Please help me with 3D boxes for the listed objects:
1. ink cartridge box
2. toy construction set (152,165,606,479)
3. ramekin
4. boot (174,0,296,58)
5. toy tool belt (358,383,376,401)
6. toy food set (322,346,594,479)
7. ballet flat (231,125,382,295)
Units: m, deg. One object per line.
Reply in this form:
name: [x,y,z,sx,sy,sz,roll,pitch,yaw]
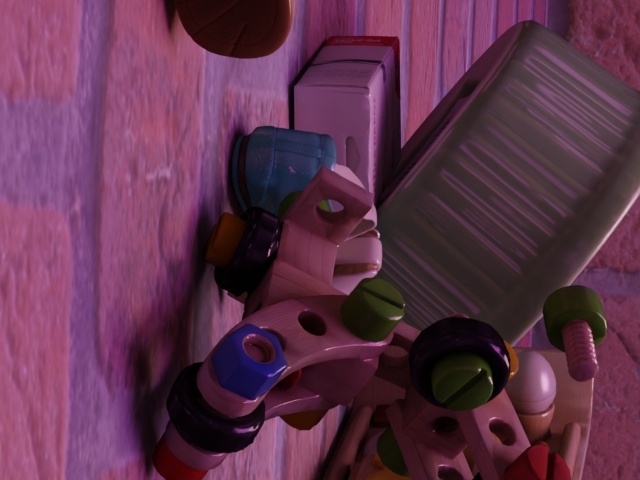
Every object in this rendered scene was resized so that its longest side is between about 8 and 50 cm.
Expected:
ink cartridge box: [0.023,-0.091,1.572,0.150,0.063,0.109,-60,151,-67]
toy construction set: [0.023,0.104,1.279,0.237,0.257,0.309,-93,-173,-51]
ramekin: [0.141,-0.037,1.645,0.303,0.148,0.303,-51,-176,5]
boot: [-0.034,-0.267,1.171,0.203,0.095,0.262,-73,163,-49]
toy tool belt: [0.067,0.152,1.880,0.083,0.051,0.052,60,35,-69]
toy food set: [0.112,0.166,1.687,0.306,0.219,0.092,-59,151,-66]
ballet flat: [0.000,0.000,1.427,0.247,0.087,0.083,72,23,-61]
